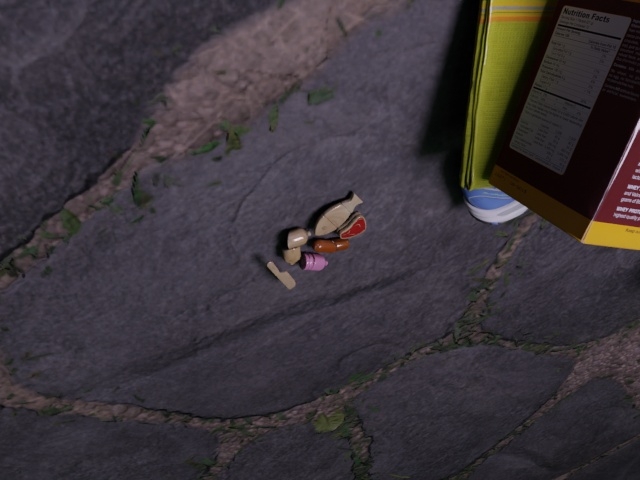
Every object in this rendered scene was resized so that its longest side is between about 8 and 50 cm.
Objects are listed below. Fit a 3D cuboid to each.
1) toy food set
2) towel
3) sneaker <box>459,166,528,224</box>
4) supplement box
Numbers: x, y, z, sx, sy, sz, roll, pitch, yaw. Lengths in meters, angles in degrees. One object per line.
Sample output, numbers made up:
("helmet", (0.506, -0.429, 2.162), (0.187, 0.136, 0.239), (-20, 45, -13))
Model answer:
("toy food set", (0.000, 0.000, 0.675), (0.122, 0.019, 0.078), (-35, 138, 2))
("towel", (0.181, -0.158, 0.539), (0.102, 0.021, 0.237), (-7, 119, -15))
("sneaker", (0.238, -0.095, 0.633), (0.211, 0.080, 0.081), (-35, 140, 12))
("supplement box", (0.286, -0.103, 0.523), (0.192, 0.129, 0.194), (5, 114, -25))
